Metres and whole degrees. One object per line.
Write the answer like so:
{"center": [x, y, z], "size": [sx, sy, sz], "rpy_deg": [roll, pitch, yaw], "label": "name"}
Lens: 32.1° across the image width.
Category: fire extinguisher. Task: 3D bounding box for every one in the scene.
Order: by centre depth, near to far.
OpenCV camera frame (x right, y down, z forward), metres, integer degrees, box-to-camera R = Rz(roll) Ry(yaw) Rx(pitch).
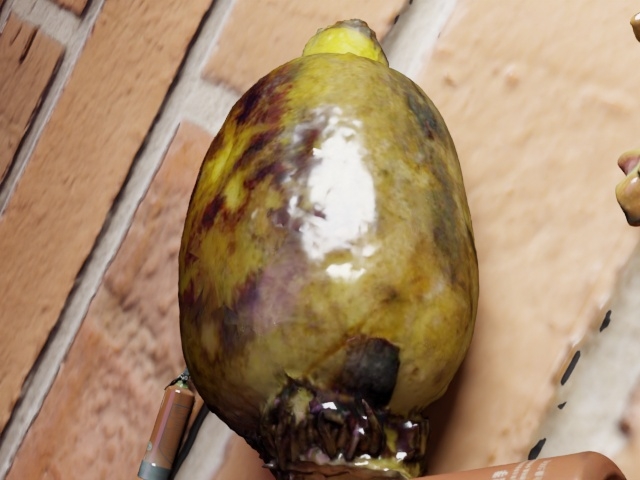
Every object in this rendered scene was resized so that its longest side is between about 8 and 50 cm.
{"center": [-0.106, 0.128, 0.780], "size": [0.028, 0.022, 0.083], "rpy_deg": [140, 147, -79], "label": "fire extinguisher"}

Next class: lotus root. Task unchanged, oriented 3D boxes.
{"center": [0.000, 0.000, 0.611], "size": [0.169, 0.141, 0.314], "rpy_deg": [-29, 49, 37], "label": "lotus root"}

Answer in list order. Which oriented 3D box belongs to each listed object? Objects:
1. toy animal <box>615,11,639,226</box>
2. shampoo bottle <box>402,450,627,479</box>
{"center": [0.208, -0.088, 0.433], "size": [0.241, 0.057, 0.099], "rpy_deg": [-35, 38, 4], "label": "toy animal"}
{"center": [0.022, 0.153, 0.503], "size": [0.244, 0.085, 0.085], "rpy_deg": [-18, 57, 30], "label": "shampoo bottle"}
